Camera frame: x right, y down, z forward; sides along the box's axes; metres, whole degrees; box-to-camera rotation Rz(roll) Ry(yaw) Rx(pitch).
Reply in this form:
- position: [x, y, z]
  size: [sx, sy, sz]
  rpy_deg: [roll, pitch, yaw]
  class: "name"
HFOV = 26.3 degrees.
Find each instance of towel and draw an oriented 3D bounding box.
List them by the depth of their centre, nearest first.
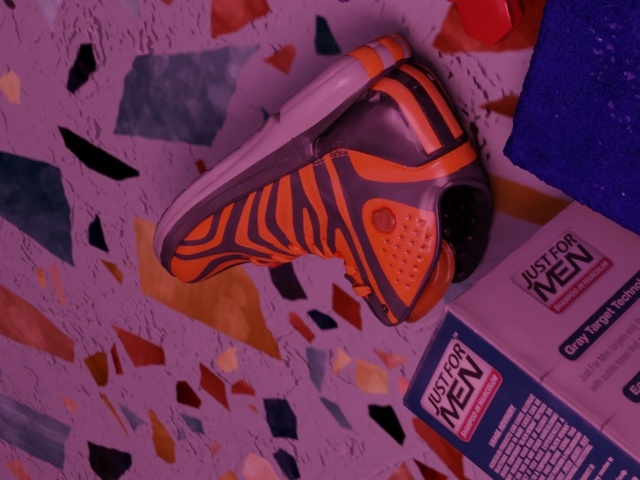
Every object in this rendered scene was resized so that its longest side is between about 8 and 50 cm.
- position: [0.253, -0.063, 0.778]
  size: [0.308, 0.076, 0.228]
  rpy_deg: [32, 133, 25]
  class: "towel"

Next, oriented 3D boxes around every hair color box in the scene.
- position: [0.242, 0.136, 0.844]
  size: [0.347, 0.174, 0.105]
  rpy_deg: [39, 138, 18]
  class: "hair color box"

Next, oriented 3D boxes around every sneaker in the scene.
- position: [0.000, 0.000, 1.023]
  size: [0.180, 0.124, 0.321]
  rpy_deg: [55, 139, 2]
  class: "sneaker"

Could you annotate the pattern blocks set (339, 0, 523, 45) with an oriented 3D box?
- position: [0.029, -0.303, 0.870]
  size: [0.285, 0.026, 0.325]
  rpy_deg: [23, 130, 32]
  class: "pattern blocks set"
